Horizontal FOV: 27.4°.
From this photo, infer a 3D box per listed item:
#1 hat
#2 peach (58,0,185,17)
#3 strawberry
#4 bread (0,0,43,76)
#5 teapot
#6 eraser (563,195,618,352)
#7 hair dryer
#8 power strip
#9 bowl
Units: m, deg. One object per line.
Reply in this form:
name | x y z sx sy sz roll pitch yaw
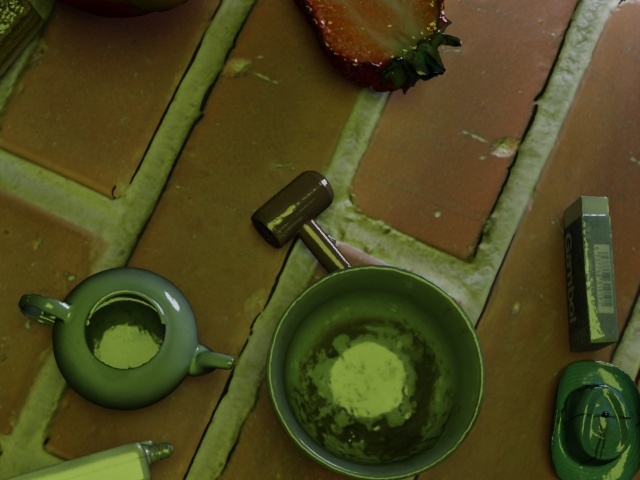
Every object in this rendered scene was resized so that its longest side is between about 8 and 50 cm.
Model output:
hat | 0.390 0.257 1.840 0.138 0.078 0.190 2 77 -6
peach | -0.294 -0.484 1.793 0.370 0.370 0.369 2 77 -8
strawberry | 0.072 -0.311 1.918 0.286 0.106 0.188 41 70 16
bread | -0.534 -0.311 1.829 0.234 0.110 0.184 35 78 3
teapot | -0.261 0.128 1.752 0.295 0.129 0.193 19 75 -4
eraser | 0.386 0.049 1.879 0.046 0.092 0.212 1 77 -7
hair dryer | 0.000 0.000 1.860 0.117 0.064 0.181 -40 93 -16
power strip | -0.354 0.324 1.710 0.338 0.098 0.058 -15 81 -11
bowl | 0.067 0.185 1.777 0.289 0.146 0.289 1 77 -6
